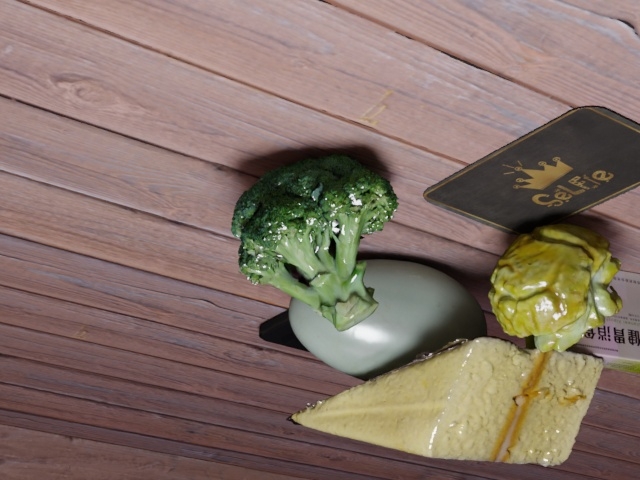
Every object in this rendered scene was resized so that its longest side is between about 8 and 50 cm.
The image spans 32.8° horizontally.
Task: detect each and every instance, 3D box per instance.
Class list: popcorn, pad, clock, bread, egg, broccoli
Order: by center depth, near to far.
[{"bbox_3d":[0.000,0.000,1.613,0.270,0.270,0.270,-23,162,-8],"label":"broccoli"},{"bbox_3d":[0.381,-0.063,1.676,0.315,0.063,0.375,17,152,-30],"label":"pad"},{"bbox_3d":[0.377,0.070,1.769,0.204,0.221,0.183,13,136,55],"label":"popcorn"},{"bbox_3d":[0.214,0.265,1.918,0.405,0.242,0.346,10,177,45],"label":"bread"},{"bbox_3d":[0.123,0.146,1.951,0.371,0.229,0.230,13,153,-16],"label":"egg"},{"bbox_3d":[0.047,0.195,2.274,0.273,0.049,0.279,18,151,-29],"label":"clock"}]

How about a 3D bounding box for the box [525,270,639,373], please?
[{"bbox_3d":[0.492,0.135,1.958,0.261,0.175,0.062,10,153,-18],"label":"box"}]
